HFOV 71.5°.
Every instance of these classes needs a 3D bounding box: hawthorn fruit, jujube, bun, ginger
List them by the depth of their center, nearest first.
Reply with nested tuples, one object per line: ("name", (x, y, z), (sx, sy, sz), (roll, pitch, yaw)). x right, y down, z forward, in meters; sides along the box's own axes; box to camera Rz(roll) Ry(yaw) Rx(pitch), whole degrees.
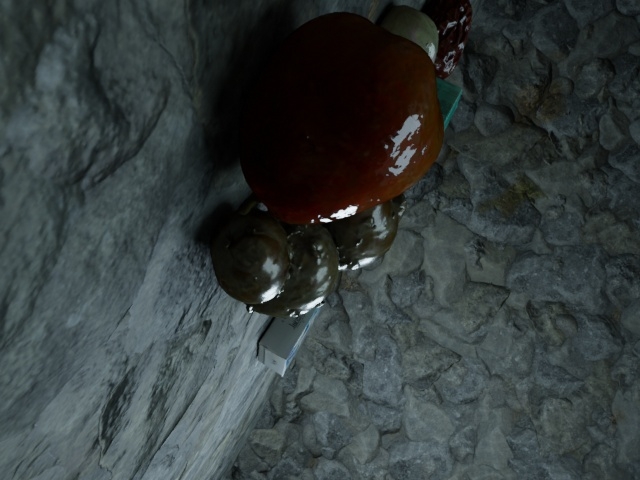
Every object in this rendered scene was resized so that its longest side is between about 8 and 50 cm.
("hawthorn fruit", (0.006, -0.115, 0.511), (0.261, 0.224, 0.224), (-45, 171, -3))
("ginger", (0.000, 0.000, 0.715), (0.375, 0.176, 0.256), (-25, 160, -27))
("bun", (0.171, -0.377, 0.917), (0.178, 0.128, 0.193), (-67, 173, 24))
("jujube", (0.322, -0.554, 1.215), (0.155, 0.155, 0.230), (-23, 133, -77))

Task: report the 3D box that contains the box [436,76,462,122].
("box", (0.278, -0.392, 1.258), (0.118, 0.205, 0.311), (-62, 173, 15))

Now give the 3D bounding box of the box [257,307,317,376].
("box", (-0.102, 0.304, 1.551), (0.274, 0.116, 0.203), (-57, 171, -31))
